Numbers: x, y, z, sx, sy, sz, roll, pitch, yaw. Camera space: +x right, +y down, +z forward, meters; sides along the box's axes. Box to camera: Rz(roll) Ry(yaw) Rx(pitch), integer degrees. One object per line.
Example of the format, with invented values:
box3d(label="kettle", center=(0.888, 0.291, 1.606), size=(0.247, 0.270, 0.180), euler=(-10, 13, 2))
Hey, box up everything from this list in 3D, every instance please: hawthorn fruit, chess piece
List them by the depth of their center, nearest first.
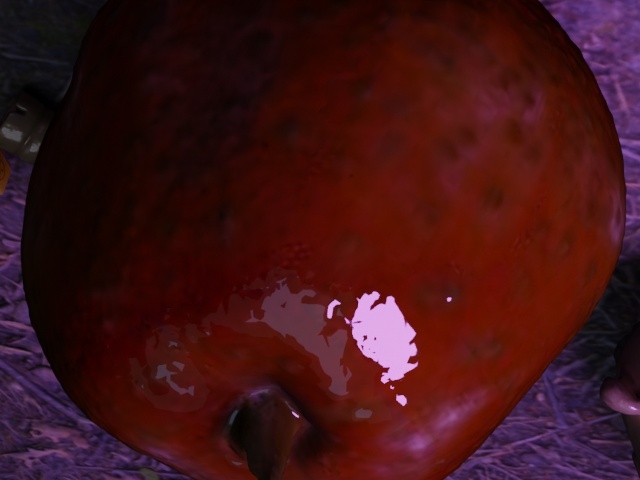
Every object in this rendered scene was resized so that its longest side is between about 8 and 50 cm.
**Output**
box3d(label="hawthorn fruit", center=(0.000, 0.000, 0.998), size=(0.403, 0.403, 0.403), euler=(9, 143, 7))
box3d(label="chess piece", center=(-0.203, -0.070, 1.241), size=(0.122, 0.066, 0.066), euler=(35, 139, -16))

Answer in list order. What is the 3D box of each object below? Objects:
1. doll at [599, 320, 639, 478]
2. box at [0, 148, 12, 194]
box3d(label="doll", center=(0.369, 0.187, 1.247), size=(0.247, 0.247, 0.349), euler=(-12, 145, 30))
box3d(label="box", center=(-0.365, -0.136, 1.218), size=(0.152, 0.043, 0.269), euler=(1, 141, 18))
